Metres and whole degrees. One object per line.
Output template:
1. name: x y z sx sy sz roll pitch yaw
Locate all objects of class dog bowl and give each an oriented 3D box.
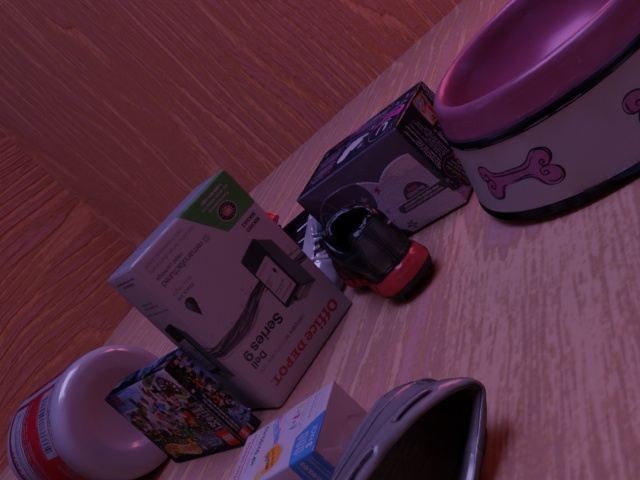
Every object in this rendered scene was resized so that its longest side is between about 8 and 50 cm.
1. dog bowl: 0.308 -0.221 0.857 0.408 0.150 0.408 -42 17 16

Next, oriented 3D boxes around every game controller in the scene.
1. game controller: -0.024 -0.018 1.594 0.319 0.067 0.166 -39 28 28

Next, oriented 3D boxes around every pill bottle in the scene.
1. pill bottle: -0.439 0.353 1.329 0.407 0.229 0.229 -32 18 46

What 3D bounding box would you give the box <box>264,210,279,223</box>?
1. box: -0.175 0.045 1.455 0.257 0.122 0.128 116 168 -57

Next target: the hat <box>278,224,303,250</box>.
1. hat: -0.007 0.061 1.336 0.173 0.183 0.209 -74 -9 -51

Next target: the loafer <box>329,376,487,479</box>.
1. loafer: 0.036 0.214 0.489 0.111 0.112 0.319 -45 8 45

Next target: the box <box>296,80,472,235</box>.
1. box: 0.110 -0.100 1.137 0.247 0.163 0.142 -32 21 46

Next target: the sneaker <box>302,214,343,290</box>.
1. sneaker: 0.000 0.000 1.212 0.080 0.094 0.212 -2 46 3

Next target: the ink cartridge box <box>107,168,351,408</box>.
1. ink cartridge box: -0.124 0.076 1.051 0.211 0.289 0.121 -53 17 -29

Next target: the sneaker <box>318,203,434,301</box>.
1. sneaker: 0.058 0.007 1.033 0.098 0.135 0.276 -49 11 -7

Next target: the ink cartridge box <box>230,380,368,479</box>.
1. ink cartridge box: -0.038 0.241 0.760 0.181 0.061 0.104 -39 14 28

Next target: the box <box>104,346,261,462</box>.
1. box: -0.211 0.252 1.065 0.233 0.159 0.044 -32 16 48
